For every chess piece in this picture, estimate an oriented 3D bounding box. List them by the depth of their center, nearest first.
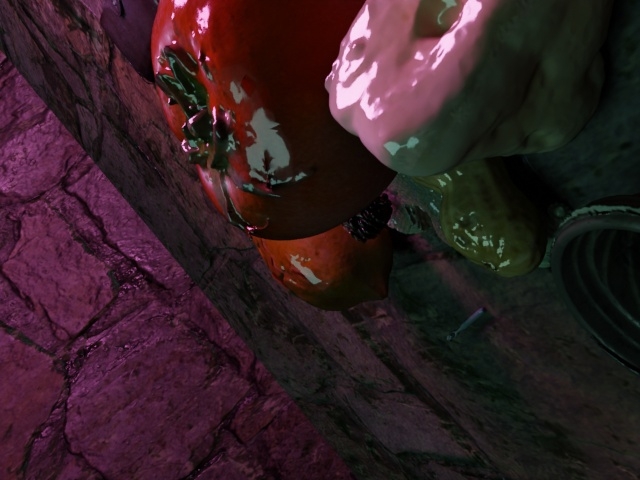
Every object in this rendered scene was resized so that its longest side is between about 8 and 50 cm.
[{"bbox_3d":[0.269,-0.009,0.869,0.042,0.042,0.093,41,152,24],"label":"chess piece"}]

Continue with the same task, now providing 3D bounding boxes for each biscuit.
[{"bbox_3d":[0.147,-0.058,1.017,0.250,0.046,0.147,20,143,53],"label":"biscuit"}]

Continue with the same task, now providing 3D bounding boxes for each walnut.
[{"bbox_3d":[0.000,0.000,1.205,0.298,0.203,0.203,47,160,30],"label":"walnut"}]

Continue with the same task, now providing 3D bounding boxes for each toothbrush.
[{"bbox_3d":[0.235,0.138,1.213,0.011,0.014,0.167,55,160,13],"label":"toothbrush"}]

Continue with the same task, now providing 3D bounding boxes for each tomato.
[{"bbox_3d":[-0.031,-0.177,0.840,0.341,0.272,0.341,47,152,34],"label":"tomato"}]

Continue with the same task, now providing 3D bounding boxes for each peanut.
[{"bbox_3d":[0.174,-0.056,0.864,0.229,0.103,0.098,59,138,18],"label":"peanut"}]

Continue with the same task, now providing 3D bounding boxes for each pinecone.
[{"bbox_3d":[0.065,-0.038,1.059,0.083,0.077,0.077,-27,104,37],"label":"pinecone"}]

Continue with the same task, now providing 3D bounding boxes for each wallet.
[{"bbox_3d":[-0.344,-0.419,1.403,0.172,0.045,0.318,51,158,-6],"label":"wallet"}]

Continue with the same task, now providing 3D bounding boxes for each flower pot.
[{"bbox_3d":[0.335,0.026,0.652,0.235,0.140,0.235,42,160,20],"label":"flower pot"}]

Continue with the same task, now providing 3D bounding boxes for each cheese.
[{"bbox_3d":[0.161,-0.188,0.654,0.173,0.251,0.248,49,127,40],"label":"cheese"}]
